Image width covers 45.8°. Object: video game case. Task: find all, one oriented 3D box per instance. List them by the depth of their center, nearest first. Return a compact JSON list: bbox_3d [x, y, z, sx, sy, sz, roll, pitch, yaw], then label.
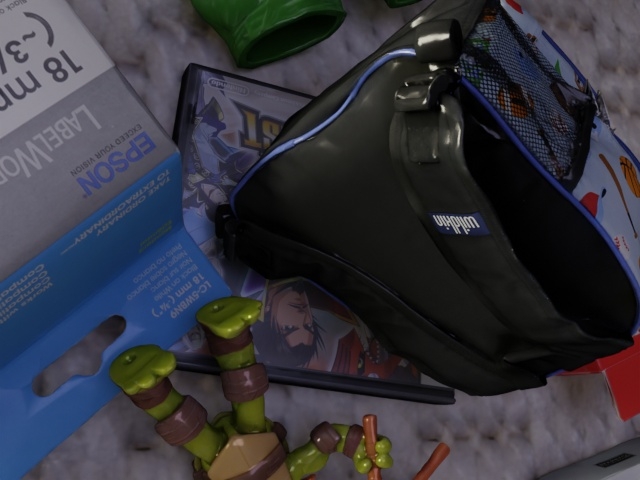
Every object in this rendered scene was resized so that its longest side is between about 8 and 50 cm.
[{"bbox_3d":[0.000,0.000,0.649,0.275,0.035,0.248,12,75,-21],"label":"video game case"}]

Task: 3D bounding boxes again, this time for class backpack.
[{"bbox_3d":[0.103,-0.021,0.552,0.263,0.276,0.213,48,53,-10],"label":"backpack"}]

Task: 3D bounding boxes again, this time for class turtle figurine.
[{"bbox_3d":[-0.047,0.151,0.560,0.269,0.087,0.217,-24,112,-9],"label":"turtle figurine"}]

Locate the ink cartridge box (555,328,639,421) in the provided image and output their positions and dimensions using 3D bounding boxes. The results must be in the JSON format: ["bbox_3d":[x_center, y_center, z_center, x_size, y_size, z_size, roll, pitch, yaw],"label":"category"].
[{"bbox_3d":[0.266,0.042,0.729,0.134,0.078,0.231,-18,86,-25],"label":"ink cartridge box"}]

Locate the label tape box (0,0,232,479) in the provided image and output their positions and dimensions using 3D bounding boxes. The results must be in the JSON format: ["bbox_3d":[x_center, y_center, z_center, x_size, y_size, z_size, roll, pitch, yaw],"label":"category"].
[{"bbox_3d":[-0.220,-0.025,0.464,0.240,0.106,0.333,-42,103,-24],"label":"label tape box"}]

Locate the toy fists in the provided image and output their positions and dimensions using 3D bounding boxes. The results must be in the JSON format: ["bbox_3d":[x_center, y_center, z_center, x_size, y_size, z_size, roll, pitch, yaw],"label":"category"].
[{"bbox_3d":[0.010,-0.267,0.660,0.279,0.096,0.142,-26,82,-11],"label":"toy fists"}]

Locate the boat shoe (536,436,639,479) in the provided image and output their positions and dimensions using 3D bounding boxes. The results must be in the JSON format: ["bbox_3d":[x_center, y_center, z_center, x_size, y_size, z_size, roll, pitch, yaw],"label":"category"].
[{"bbox_3d":[0.304,0.236,0.707,0.228,0.080,0.076,-11,89,-24],"label":"boat shoe"}]
